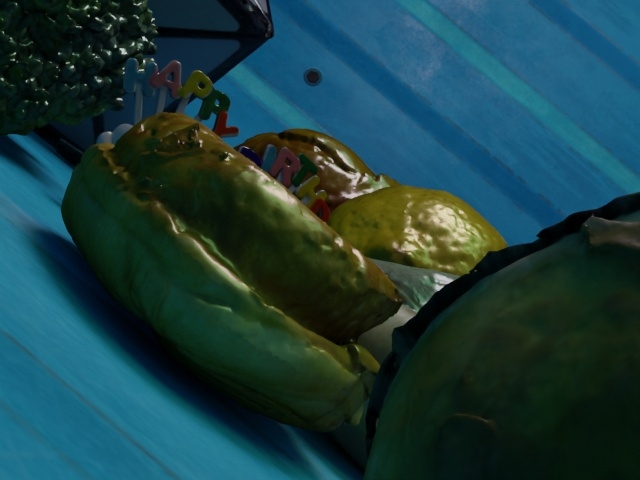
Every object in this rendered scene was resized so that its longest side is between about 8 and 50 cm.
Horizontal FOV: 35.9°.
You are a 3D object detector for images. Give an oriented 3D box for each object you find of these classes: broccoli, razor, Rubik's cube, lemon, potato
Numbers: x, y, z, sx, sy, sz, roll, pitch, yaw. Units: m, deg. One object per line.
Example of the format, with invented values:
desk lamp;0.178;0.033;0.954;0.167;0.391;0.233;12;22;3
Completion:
broccoli;-0.285;-0.189;0.827;0.245;0.248;0.288;-17;-43;37
razor;-0.214;-0.052;1.100;0.190;0.033;0.066;39;-1;-9
Rubik's cube;-0.269;-0.319;1.160;0.310;0.305;0.307;42;24;-34
lemon;0.095;0.070;1.085;0.253;0.253;0.310;40;-4;21
potato;0.191;0.158;0.303;0.397;0.290;0.296;21;27;4

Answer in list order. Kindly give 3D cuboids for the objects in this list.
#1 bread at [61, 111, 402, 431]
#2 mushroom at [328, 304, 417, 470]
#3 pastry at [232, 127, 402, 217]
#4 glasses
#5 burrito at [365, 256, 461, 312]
bread;-0.059;0.014;0.618;0.198;0.120;0.236;38;0;-39
mushroom;0.060;0.103;0.716;0.154;0.122;0.154;46;-24;28
pastry;0.000;0.000;1.353;0.356;0.164;0.356;31;-26;17
glasses;-0.099;-0.041;0.856;0.255;0.162;0.095;41;-4;-28
burrito;0.021;0.052;0.845;0.309;0.066;0.096;9;48;-34
